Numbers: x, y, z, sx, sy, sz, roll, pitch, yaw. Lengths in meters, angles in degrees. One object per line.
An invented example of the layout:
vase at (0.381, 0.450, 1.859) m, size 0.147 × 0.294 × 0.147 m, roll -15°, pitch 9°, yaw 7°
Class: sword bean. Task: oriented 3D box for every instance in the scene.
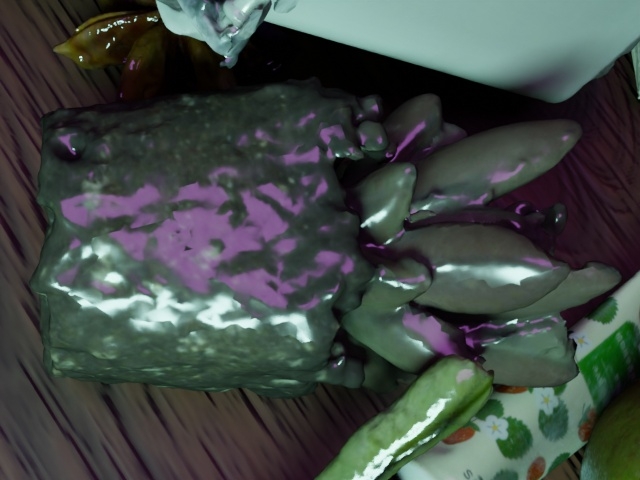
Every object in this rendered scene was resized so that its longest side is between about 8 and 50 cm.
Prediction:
sword bean at (-0.007, 0.159, 0.553) m, size 0.043 × 0.038 × 0.269 m, roll 38°, pitch 101°, yaw -17°

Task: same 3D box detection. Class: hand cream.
hand cream at (0.149, 0.107, 0.680) m, size 0.276 × 0.059 × 0.095 m, roll -32°, pitch 112°, yaw -23°

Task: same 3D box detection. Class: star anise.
star anise at (-0.091, -0.132, 0.686) m, size 0.167 × 0.057 × 0.168 m, roll 8°, pitch 33°, yaw -5°

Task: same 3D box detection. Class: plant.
plant at (0.000, 0.000, 0.607) m, size 0.320 × 0.194 × 0.182 m, roll -1°, pitch 75°, yaw -12°

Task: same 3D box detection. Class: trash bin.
trash bin at (0.067, -0.218, 0.606) m, size 0.367 × 0.256 × 0.296 m, roll 14°, pitch 41°, yaw -42°

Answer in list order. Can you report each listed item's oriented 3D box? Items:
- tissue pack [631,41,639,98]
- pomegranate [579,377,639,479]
tissue pack at (0.341, -0.179, 0.816) m, size 0.196 × 0.092 × 0.148 m, roll 3°, pitch 69°, yaw -12°
pomegranate at (0.238, 0.178, 0.631) m, size 0.179 × 0.180 × 0.210 m, roll 12°, pitch 102°, yaw -10°
